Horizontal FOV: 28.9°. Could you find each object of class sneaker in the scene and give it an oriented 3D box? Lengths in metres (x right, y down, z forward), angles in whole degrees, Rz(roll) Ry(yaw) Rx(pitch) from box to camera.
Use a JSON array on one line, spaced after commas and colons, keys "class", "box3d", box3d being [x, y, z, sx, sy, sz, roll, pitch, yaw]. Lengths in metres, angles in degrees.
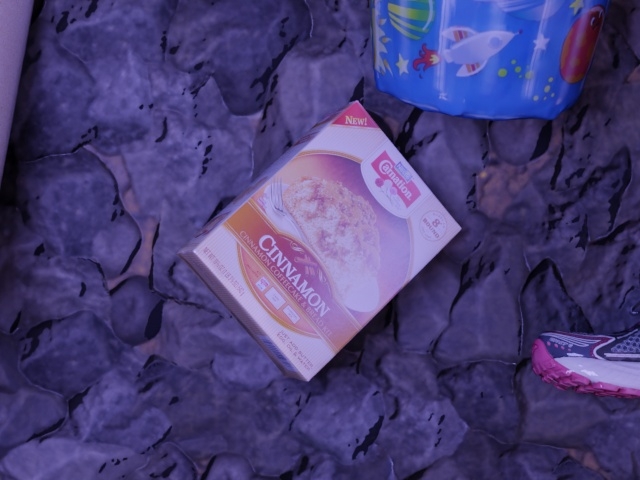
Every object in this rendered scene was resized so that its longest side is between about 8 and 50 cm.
[{"class": "sneaker", "box3d": [0.324, 0.074, 1.079, 0.299, 0.121, 0.112, -9, 87, -11]}]

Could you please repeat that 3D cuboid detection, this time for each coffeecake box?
[{"class": "coffeecake box", "box3d": [0.000, 0.000, 1.023, 0.185, 0.068, 0.142, -44, 102, -15]}]

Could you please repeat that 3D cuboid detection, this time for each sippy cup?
[{"class": "sippy cup", "box3d": [0.132, -0.216, 0.955, 0.305, 0.240, 0.224, 15, 112, 23]}]

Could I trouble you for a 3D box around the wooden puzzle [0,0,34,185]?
[{"class": "wooden puzzle", "box3d": [-0.407, -0.123, 0.935, 0.347, 0.080, 0.322, 9, 72, -11]}]
